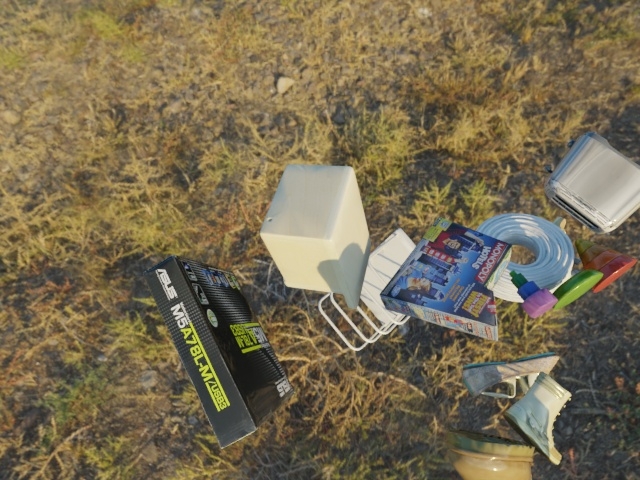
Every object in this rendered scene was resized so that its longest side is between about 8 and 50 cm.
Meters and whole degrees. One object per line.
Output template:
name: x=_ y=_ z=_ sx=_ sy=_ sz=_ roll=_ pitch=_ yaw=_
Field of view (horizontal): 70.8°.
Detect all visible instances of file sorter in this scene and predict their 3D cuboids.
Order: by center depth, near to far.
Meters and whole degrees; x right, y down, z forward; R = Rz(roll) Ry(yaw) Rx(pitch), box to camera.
file sorter: x=0.153 y=0.142 z=1.196 sx=0.193 sy=0.277 sz=0.173 roll=50 pitch=47 yaw=8

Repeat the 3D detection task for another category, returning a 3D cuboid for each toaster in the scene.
toaster: x=0.606 y=-0.115 z=0.979 sx=0.227 sy=0.129 sz=0.146 roll=43 pitch=102 yaw=15

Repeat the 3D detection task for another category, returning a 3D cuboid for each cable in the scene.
cable: x=0.517 y=0.042 z=1.175 sx=0.257 sy=0.089 sz=0.257 roll=-35 pitch=54 yaw=-17

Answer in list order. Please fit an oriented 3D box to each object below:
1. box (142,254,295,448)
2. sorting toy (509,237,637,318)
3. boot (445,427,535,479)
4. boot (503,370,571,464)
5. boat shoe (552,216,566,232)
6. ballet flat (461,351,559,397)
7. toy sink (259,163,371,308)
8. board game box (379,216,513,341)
box: x=-0.103 y=0.114 z=0.508 sx=0.045 sy=0.190 sz=0.184 roll=-32 pitch=78 yaw=2
sorting toy: x=0.569 y=0.069 z=1.043 sx=0.366 sy=0.127 sz=0.126 roll=-13 pitch=54 yaw=-28
boot: x=0.198 y=0.367 z=0.509 sx=0.089 sy=0.236 sz=0.269 roll=-4 pitch=63 yaw=37
boot: x=0.585 y=0.456 z=1.156 sx=0.165 sy=0.213 sz=0.077 roll=-46 pitch=15 yaw=-11
boat shoe: x=0.698 y=-0.012 z=1.326 sx=0.045 sy=0.050 sz=0.135 roll=13 pitch=63 yaw=51
ballet flat: x=0.570 y=0.406 z=1.329 sx=0.316 sy=0.107 sz=0.106 roll=-6 pitch=62 yaw=-8
toy sink: x=0.000 y=0.000 z=0.805 sx=0.131 sy=0.234 sz=0.152 roll=5 pitch=57 yaw=19
board game box: x=0.238 y=0.076 z=0.775 sx=0.194 sy=0.060 sz=0.194 roll=28 pitch=70 yaw=36
